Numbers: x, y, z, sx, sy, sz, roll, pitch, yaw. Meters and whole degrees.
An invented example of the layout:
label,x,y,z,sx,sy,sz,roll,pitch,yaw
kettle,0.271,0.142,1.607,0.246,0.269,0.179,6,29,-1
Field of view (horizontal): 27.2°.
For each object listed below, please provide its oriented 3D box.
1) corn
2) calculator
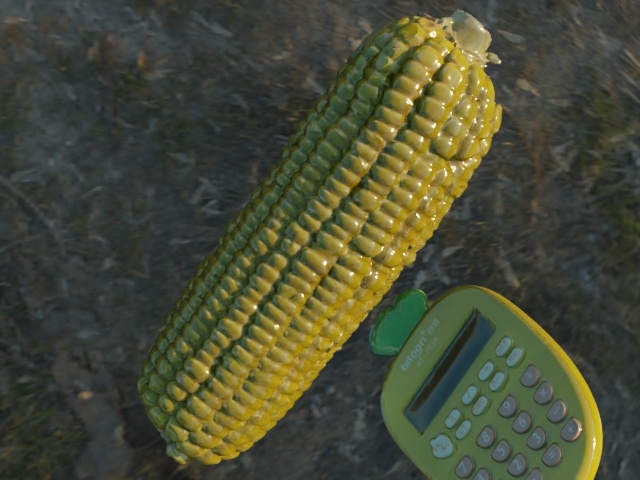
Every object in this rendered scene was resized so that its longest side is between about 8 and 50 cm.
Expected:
label,x,y,z,sx,sy,sz,roll,pitch,yaw
corn,0.000,0.000,0.595,0.080,0.080,0.238,38,102,12
calculator,0.118,0.118,1.003,0.146,0.032,0.235,-57,46,13
